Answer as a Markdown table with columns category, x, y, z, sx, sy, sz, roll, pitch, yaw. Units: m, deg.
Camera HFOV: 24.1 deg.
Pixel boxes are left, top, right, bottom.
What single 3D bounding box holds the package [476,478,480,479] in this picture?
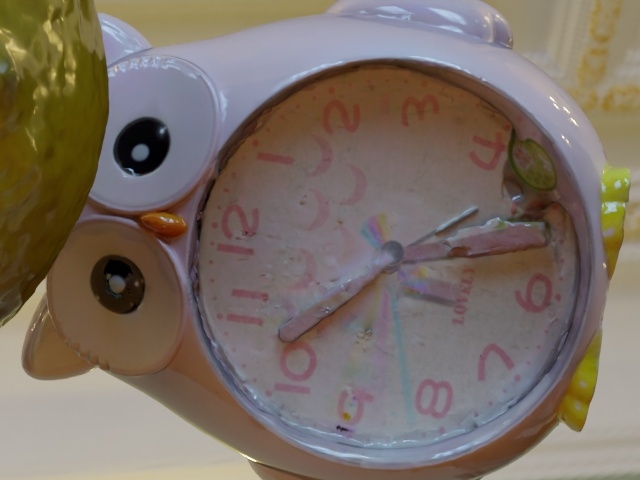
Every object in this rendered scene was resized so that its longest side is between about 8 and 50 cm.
| category | x | y | z | sx | sy | sz | roll | pitch | yaw |
| --- | --- | --- | --- | --- | --- | --- | --- | --- | --- |
| package | 0.056 | 0.152 | 1.364 | 0.251 | 0.204 | 0.062 | -27 | -26 | -40 |

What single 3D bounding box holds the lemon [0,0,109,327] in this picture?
| category | x | y | z | sx | sy | sz | roll | pitch | yaw |
| --- | --- | --- | --- | --- | --- | --- | --- | --- | --- |
| lemon | -0.286 | -0.089 | 0.812 | 0.350 | 0.350 | 0.387 | 32 | -70 | -33 |

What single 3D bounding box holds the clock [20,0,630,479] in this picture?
| category | x | y | z | sx | sy | sz | roll | pitch | yaw |
| --- | --- | --- | --- | --- | --- | --- | --- | --- | --- |
| clock | 0.000 | 0.000 | 1.047 | 0.376 | 0.250 | 0.368 | 10 | -86 | 0 |
